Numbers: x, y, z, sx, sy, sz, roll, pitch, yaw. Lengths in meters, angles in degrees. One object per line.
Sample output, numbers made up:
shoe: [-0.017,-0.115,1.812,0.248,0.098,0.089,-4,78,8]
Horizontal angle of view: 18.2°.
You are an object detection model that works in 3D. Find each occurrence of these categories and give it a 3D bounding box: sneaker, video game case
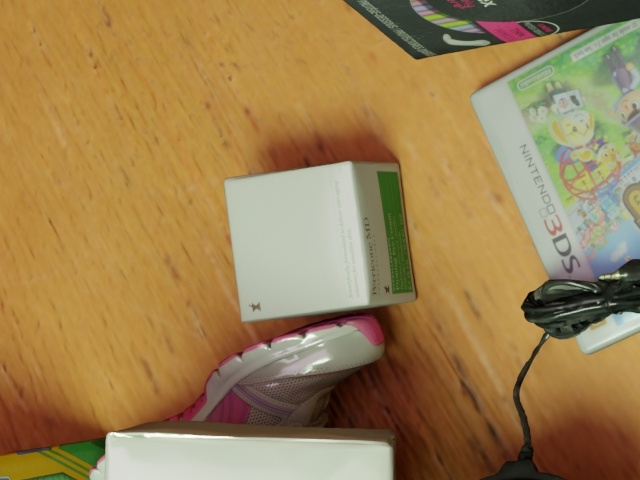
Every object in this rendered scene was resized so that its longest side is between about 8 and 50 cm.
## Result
sneaker: [-0.041,0.141,1.396,0.252,0.103,0.111,-39,79,27]
video game case: [0.224,-0.055,1.296,0.212,0.023,0.193,-27,79,24]

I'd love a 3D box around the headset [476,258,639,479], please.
headset: [0.165,0.212,1.221,0.185,0.243,0.394,-8,70,24]

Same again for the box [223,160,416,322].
box: [0.000,0.000,1.372,0.102,0.087,0.101,-8,87,26]

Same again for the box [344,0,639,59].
box: [0.148,-0.222,1.239,0.270,0.165,0.143,-9,72,26]

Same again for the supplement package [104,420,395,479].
supplement package: [-0.043,0.263,1.244,0.175,0.177,0.293,2,87,3]

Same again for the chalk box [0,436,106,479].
chalk box: [-0.262,0.255,1.393,0.179,0.289,0.180,-21,82,25]
